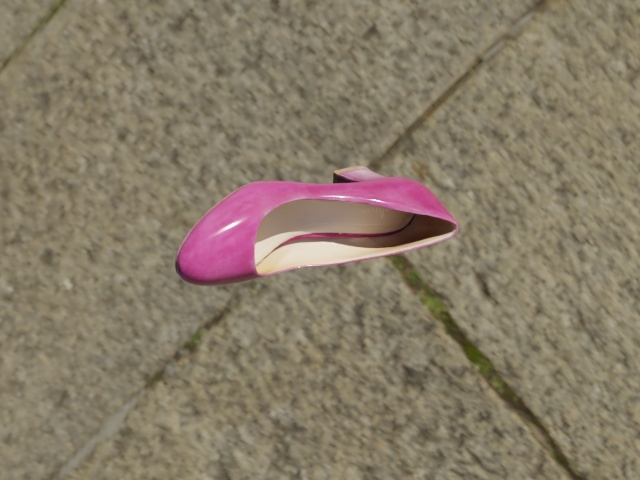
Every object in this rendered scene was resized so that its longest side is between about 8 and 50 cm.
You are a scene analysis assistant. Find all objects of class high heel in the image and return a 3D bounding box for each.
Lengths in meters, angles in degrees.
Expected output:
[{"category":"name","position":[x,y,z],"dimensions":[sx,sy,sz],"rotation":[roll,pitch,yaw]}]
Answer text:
[{"category":"high heel","position":[0.000,0.000,1.098],"dimensions":[0.117,0.244,0.082],"rotation":[28,122,39]}]
